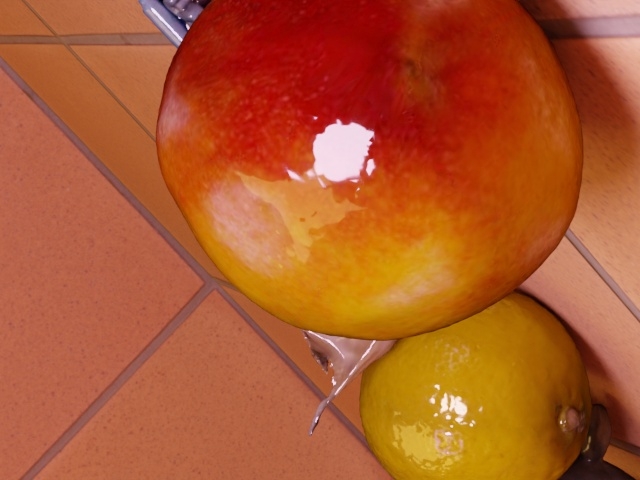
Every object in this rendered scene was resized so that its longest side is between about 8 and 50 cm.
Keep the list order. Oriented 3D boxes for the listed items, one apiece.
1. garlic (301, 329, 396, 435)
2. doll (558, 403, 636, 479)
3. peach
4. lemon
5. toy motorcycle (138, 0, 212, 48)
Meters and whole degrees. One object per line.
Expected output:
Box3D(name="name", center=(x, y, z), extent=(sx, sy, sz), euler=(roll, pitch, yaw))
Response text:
Box3D(name="garlic", center=(0.017, 0.005, 1.791), extent=(0.151, 0.196, 0.338), euler=(68, 180, -84))
Box3D(name="doll", center=(0.269, 0.325, 2.081), extent=(0.378, 0.252, 0.382), euler=(49, 177, -34))
Box3D(name="peach", center=(0.038, -0.074, 1.267), extent=(0.308, 0.308, 0.332), euler=(44, 162, 0))
Box3D(name="lemon", center=(0.176, 0.165, 1.843), extent=(0.219, 0.240, 0.240), euler=(10, 150, 34))
Box3D(name="toy motorcycle", center=(-0.025, -0.134, 1.572), extent=(0.416, 0.172, 0.232), euler=(39, 166, -24))
